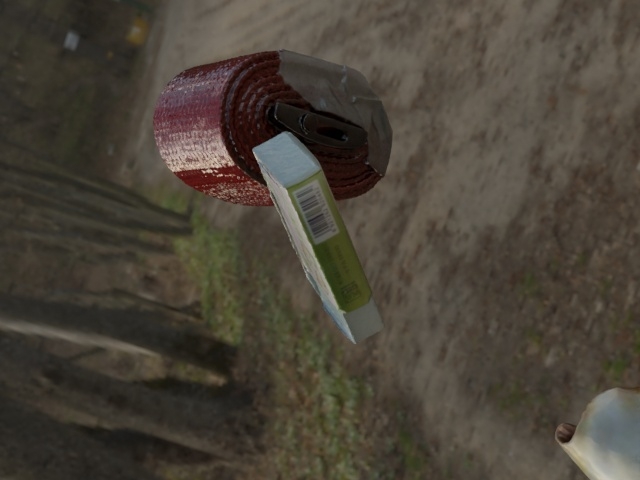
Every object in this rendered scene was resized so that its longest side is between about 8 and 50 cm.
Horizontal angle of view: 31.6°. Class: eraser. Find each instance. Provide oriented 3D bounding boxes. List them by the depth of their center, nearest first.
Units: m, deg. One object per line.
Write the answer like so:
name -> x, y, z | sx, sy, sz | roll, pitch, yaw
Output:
eraser -> 0.000, 0.000, 0.444 | 0.019, 0.083, 0.038 | -31, 37, -9

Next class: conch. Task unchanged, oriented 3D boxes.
conch -> 0.226, 0.139, 0.641 | 0.176, 0.094, 0.104 | 35, 128, 38

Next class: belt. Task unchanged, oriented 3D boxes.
belt -> -0.032, -0.095, 0.993 | 0.124, 0.201, 0.128 | -1, 84, 49
